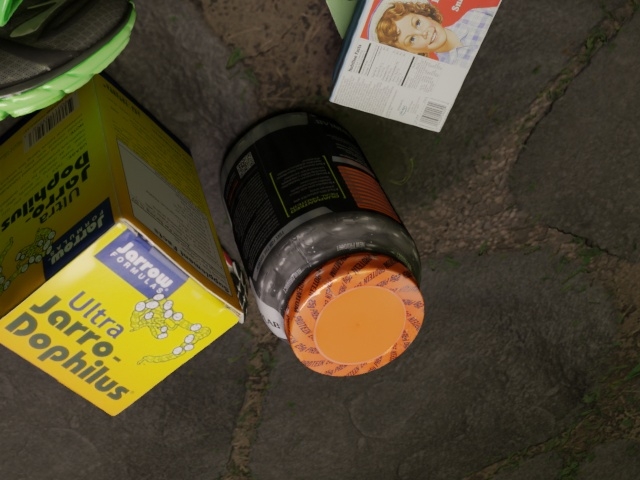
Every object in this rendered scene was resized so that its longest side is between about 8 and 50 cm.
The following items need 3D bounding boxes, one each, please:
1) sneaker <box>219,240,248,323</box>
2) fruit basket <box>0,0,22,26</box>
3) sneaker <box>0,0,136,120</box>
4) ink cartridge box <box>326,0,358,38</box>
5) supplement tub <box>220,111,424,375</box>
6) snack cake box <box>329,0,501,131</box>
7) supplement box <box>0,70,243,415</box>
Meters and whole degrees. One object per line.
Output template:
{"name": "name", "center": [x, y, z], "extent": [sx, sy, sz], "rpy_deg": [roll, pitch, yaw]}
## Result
{"name": "sneaker", "center": [-0.157, 0.053, 1.476], "extent": [0.071, 0.068, 0.170], "rpy_deg": [-20, 122, 16]}
{"name": "fruit basket", "center": [-0.198, -0.363, 0.944], "extent": [0.392, 0.392, 0.282], "rpy_deg": [13, 120, -26]}
{"name": "sneaker", "center": [-0.430, -0.229, 1.085], "extent": [0.483, 0.185, 0.202], "rpy_deg": [-12, 118, -20]}
{"name": "ink cartridge box", "center": [0.112, -0.354, 1.257], "extent": [0.235, 0.056, 0.171], "rpy_deg": [-27, 130, 0]}
{"name": "supplement tub", "center": [0.000, 0.000, 1.299], "extent": [0.207, 0.338, 0.207], "rpy_deg": [-9, 128, -12]}
{"name": "snack cake box", "center": [0.120, -0.271, 1.240], "extent": [0.152, 0.089, 0.264], "rpy_deg": [16, 134, -7]}
{"name": "supplement box", "center": [-0.255, -0.013, 1.193], "extent": [0.195, 0.356, 0.194], "rpy_deg": [-38, 127, 11]}
